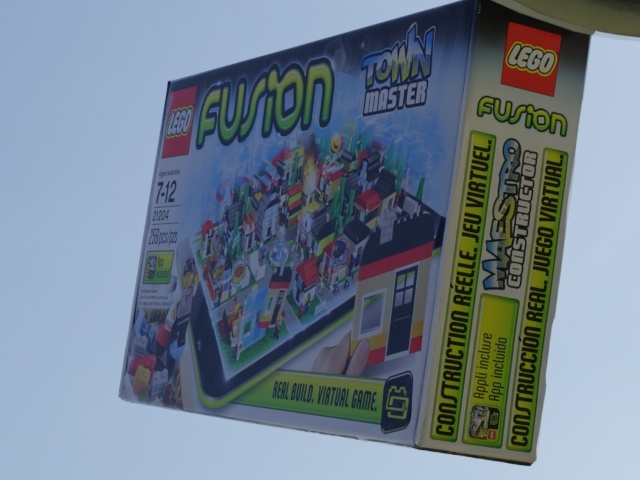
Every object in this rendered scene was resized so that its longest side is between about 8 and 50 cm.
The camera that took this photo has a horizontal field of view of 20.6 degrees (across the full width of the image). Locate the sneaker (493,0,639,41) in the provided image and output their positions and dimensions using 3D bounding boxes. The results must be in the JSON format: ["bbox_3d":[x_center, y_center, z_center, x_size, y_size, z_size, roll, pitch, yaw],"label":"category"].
[{"bbox_3d":[0.089,-0.106,0.406,0.330,0.146,0.122,-15,-30,-42],"label":"sneaker"}]

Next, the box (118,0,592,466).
[{"bbox_3d":[0.000,0.000,0.520,0.036,0.114,0.207,11,-7,-26],"label":"box"}]
